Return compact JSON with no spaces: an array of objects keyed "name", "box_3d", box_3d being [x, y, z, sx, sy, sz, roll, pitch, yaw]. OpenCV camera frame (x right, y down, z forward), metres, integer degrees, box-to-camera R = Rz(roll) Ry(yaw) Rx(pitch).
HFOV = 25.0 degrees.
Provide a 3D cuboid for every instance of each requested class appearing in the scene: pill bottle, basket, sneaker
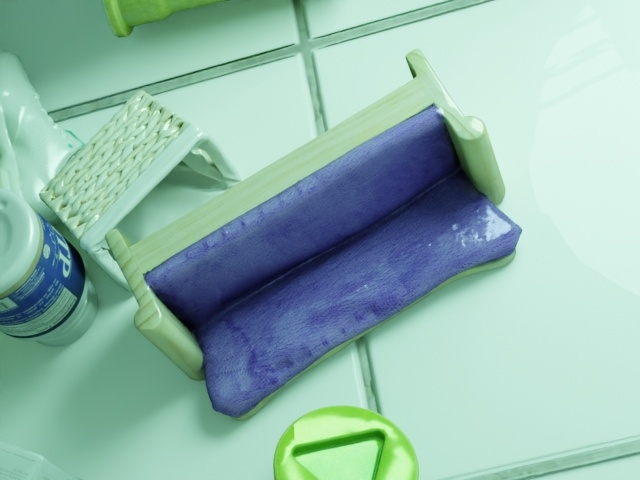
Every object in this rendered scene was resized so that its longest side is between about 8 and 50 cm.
[{"name":"pill bottle","box_3d":[-0.290,0.034,1.398,0.112,0.187,0.112,-6,66,13]},{"name":"basket","box_3d":[-0.183,-0.052,1.451,0.167,0.113,0.103,-46,60,-7]},{"name":"sneaker","box_3d":[-0.299,-0.108,1.536,0.094,0.080,0.212,-11,68,-5]}]

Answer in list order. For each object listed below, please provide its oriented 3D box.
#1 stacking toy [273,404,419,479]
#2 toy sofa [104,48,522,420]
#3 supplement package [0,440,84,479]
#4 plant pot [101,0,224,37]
[{"name":"stacking toy","box_3d":[0.015,0.313,1.270,0.309,0.130,0.279,35,54,22]},{"name":"toy sofa","box_3d":[0.000,0.000,1.356,0.362,0.150,0.177,-30,62,1]},{"name":"supplement package","box_3d":[-0.314,0.282,1.345,0.105,0.105,0.179,15,73,21]},{"name":"plant pot","box_3d":[-0.096,-0.357,1.495,0.254,0.276,0.276,-4,66,1]}]
